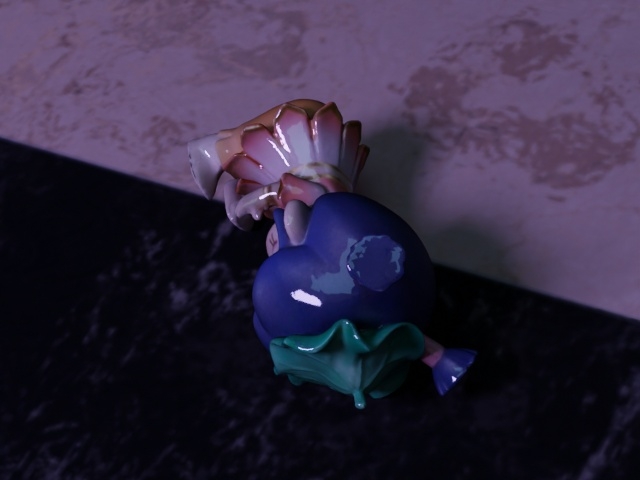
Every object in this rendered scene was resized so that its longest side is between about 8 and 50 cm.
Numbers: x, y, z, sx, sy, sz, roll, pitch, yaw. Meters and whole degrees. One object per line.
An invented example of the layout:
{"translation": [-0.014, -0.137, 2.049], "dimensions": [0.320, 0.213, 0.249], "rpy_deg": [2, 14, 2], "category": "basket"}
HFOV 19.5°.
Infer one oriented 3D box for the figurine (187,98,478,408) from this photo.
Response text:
{"translation": [0.000, 0.000, 0.964], "dimensions": [0.102, 0.111, 0.195], "rpy_deg": [-33, 49, 14], "category": "figurine"}
